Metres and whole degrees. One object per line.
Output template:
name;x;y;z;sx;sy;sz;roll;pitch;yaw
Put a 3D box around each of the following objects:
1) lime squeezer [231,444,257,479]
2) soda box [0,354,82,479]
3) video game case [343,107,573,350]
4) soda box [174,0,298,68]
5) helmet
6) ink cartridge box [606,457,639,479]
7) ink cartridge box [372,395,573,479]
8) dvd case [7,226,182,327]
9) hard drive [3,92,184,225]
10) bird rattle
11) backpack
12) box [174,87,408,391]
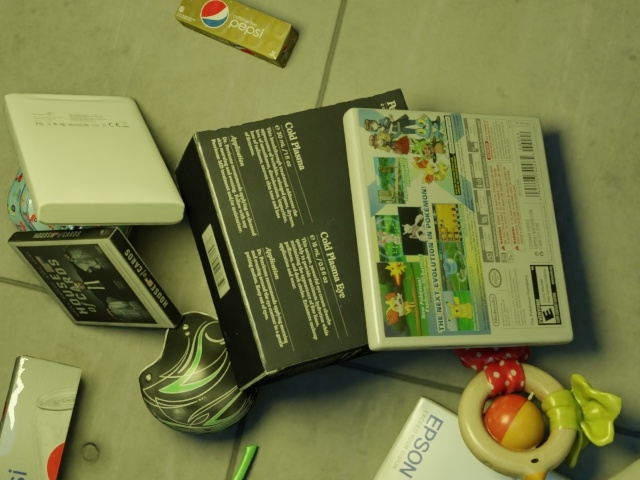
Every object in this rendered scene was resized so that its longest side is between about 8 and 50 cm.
lime squeezer;-0.131;0.465;1.881;0.110;0.059;0.310;-4;80;-23
soda box;-0.437;0.320;1.896;0.098;0.091;0.286;15;77;-15
video game case;0.188;-0.017;1.729;0.300;0.036;0.329;0;75;-23
soda box;-0.129;-0.331;1.966;0.181;0.058;0.061;24;88;12
helmet;-0.174;0.202;1.853;0.169;0.169;0.162;19;67;12
ink cartridge box;0.428;0.438;1.700;0.307;0.129;0.223;-33;91;0
ink cartridge box;0.207;0.440;1.804;0.330;0.071;0.324;29;89;14
dvd case;-0.331;0.055;1.860;0.238;0.179;0.029;-2;42;41
hard drive;-0.335;-0.123;1.849;0.203;0.307;0.040;-1;125;-24
bird rattle;0.277;0.222;1.751;0.253;0.143;0.207;36;59;5
backpack;-0.373;-0.057;1.915;0.173;0.117;0.158;25;87;-26
box;0.000;0.000;1.782;0.312;0.179;0.343;-14;80;-18
